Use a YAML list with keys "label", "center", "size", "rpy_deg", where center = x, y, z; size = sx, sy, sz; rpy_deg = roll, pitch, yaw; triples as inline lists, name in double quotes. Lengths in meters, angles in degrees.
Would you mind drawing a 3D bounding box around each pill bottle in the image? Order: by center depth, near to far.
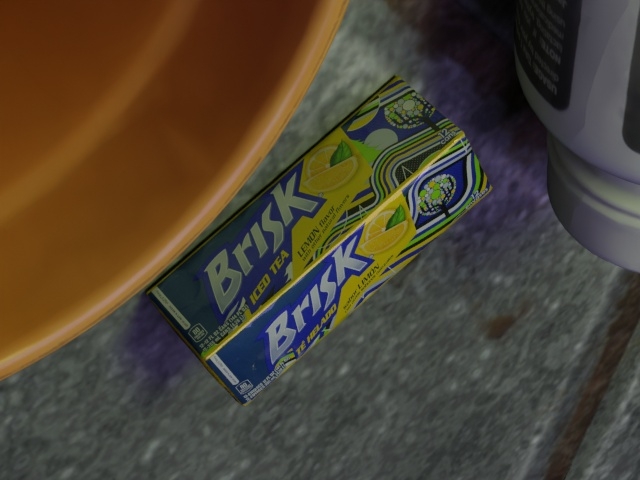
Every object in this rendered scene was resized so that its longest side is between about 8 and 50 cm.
- label: "pill bottle"
  center: [0.181, -0.135, 0.913]
  size: [0.176, 0.176, 0.318]
  rpy_deg: [-27, 141, -23]

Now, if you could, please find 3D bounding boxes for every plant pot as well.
- label: "plant pot"
  center: [-0.156, -0.115, 0.573]
  size: [0.291, 0.203, 0.291]
  rpy_deg: [-26, 142, -23]

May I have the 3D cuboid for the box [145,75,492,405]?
- label: "box"
  center: [0.000, 0.000, 0.971]
  size: [0.169, 0.059, 0.054]
  rpy_deg: [-42, 143, -5]
